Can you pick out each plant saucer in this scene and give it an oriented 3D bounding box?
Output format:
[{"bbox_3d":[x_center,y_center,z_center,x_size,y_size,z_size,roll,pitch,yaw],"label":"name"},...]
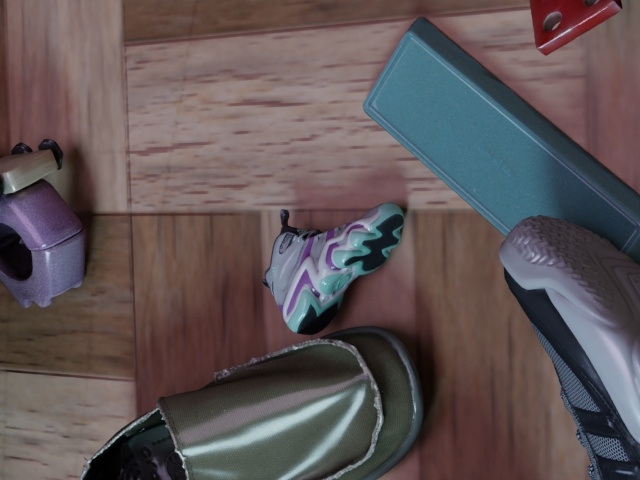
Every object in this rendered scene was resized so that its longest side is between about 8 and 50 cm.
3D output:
[{"bbox_3d":[0.099,-0.042,0.827,0.192,0.018,0.067,43,117,24],"label":"plant saucer"}]

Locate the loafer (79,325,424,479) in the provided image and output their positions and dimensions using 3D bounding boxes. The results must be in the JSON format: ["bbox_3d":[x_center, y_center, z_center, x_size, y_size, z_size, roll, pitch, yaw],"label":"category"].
[{"bbox_3d":[-0.047,0.124,0.900,0.251,0.087,0.094,-29,77,34],"label":"loafer"}]

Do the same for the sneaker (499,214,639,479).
[{"bbox_3d":[0.148,0.125,0.745,0.153,0.101,0.268,-46,73,27],"label":"sneaker"}]

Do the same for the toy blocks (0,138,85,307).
[{"bbox_3d":[-0.318,0.118,1.020,0.289,0.309,0.260,-4,112,44],"label":"toy blocks"}]

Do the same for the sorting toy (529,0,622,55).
[{"bbox_3d":[0.183,-0.196,0.698,0.274,0.046,0.132,-28,44,34],"label":"sorting toy"}]

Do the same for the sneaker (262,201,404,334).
[{"bbox_3d":[0.000,0.000,0.889,0.098,0.038,0.069,-48,55,14],"label":"sneaker"}]
